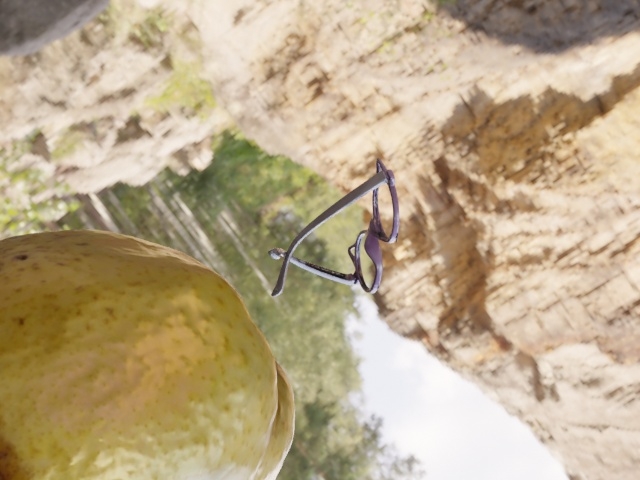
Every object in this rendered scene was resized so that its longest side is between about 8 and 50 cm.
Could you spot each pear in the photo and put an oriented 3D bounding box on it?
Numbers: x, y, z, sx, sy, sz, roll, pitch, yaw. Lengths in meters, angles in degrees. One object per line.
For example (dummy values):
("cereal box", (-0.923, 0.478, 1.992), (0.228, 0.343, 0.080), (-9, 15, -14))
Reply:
("pear", (-0.095, 0.074, 0.407), (0.178, 0.178, 0.178), (-34, -164, 11))

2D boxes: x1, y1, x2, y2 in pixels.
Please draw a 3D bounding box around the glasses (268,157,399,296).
("glasses", (0.000, 0.000, 0.787), (0.103, 0.063, 0.140), (-7, 144, -15))
